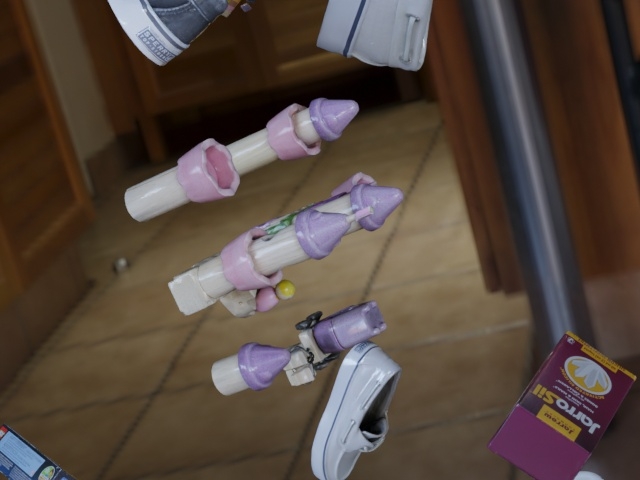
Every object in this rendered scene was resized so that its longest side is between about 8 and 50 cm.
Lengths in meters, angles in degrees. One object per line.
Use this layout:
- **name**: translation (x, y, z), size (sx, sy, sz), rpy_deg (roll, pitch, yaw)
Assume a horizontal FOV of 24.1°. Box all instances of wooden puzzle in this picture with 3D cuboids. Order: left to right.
- **wooden puzzle**: translation (-0.122, -0.299, 1.830), size (0.049, 0.083, 0.006), rpy_deg (-43, 32, 42)

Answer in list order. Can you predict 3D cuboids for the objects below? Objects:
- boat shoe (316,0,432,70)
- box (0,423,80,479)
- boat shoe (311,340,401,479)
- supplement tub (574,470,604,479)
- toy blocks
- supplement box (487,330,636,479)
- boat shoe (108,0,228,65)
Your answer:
- **boat shoe**: translation (0.111, -0.273, 1.310), size (0.156, 0.367, 0.136), rpy_deg (20, 51, -2)
- **box**: translation (-0.247, 0.299, 1.629), size (0.044, 0.233, 0.159), rpy_deg (-53, 34, -13)
- **boat shoe**: translation (0.055, 0.267, 2.179), size (0.084, 0.258, 0.095), rpy_deg (34, 41, 27)
- **supplement tub**: translation (0.370, 0.371, 2.063), size (0.071, 0.107, 0.071), rpy_deg (-13, 48, 14)
- **toy blocks**: translation (0.000, 0.000, 1.686), size (0.260, 0.309, 0.288), rpy_deg (-22, 5, 28)
- **supplement box**: translation (0.288, 0.202, 1.779), size (0.104, 0.081, 0.188), rpy_deg (34, 36, 10)
- **boat shoe**: translation (-0.168, -0.293, 1.369), size (0.102, 0.108, 0.301), rpy_deg (-36, 53, 11)
